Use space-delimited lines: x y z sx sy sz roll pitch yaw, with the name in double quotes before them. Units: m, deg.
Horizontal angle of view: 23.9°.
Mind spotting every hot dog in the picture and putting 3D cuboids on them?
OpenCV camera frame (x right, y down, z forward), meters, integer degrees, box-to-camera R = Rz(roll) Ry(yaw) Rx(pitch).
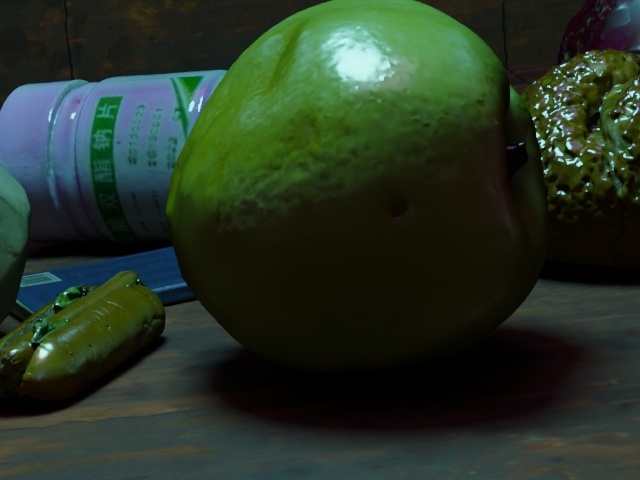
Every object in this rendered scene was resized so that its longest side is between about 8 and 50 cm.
"hot dog" -0.216 0.081 1.322 0.100 0.068 0.249 -1 13 18

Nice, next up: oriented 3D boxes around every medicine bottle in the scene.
"medicine bottle" -0.214 -0.101 1.866 0.325 0.212 0.212 -1 12 19

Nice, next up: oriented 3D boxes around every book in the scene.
"book" -0.201 0.044 1.617 0.269 0.025 0.191 -11 13 -25

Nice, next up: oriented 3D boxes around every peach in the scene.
"peach" 0.033 -0.034 1.230 0.315 0.281 0.314 -28 38 24

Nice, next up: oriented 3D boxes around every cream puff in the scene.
"cream puff" 0.310 -0.087 1.530 0.303 0.212 0.303 -1 12 0

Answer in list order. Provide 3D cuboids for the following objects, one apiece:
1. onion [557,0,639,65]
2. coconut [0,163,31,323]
"onion" 0.487 -0.304 2.106 0.347 0.385 0.348 -14 24 7
"coconut" -0.390 0.000 1.424 0.259 0.259 0.259 -6 11 1
